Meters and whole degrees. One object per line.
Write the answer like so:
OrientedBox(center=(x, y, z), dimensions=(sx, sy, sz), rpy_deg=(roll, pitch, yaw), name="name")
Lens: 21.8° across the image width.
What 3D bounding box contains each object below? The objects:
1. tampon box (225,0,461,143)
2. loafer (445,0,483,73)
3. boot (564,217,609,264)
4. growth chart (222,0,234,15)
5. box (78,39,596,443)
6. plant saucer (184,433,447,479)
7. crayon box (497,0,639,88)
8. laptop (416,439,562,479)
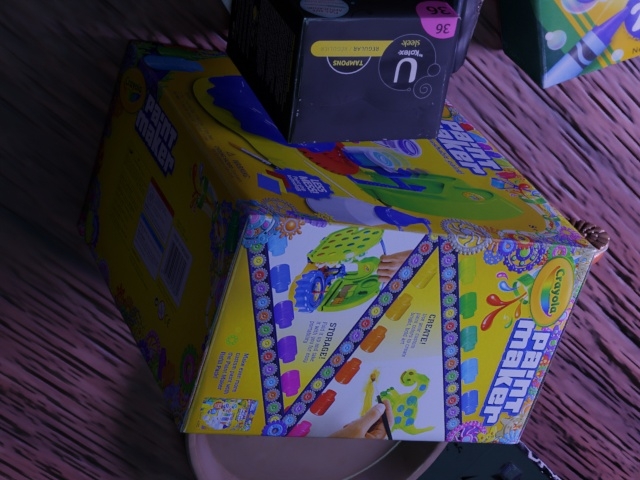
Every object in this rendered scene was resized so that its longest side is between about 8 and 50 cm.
OrientedBox(center=(0.012, -0.153, 1.227), dimensions=(0.120, 0.161, 0.101), rpy_deg=(-4, 123, -20), name="tampon box")
OrientedBox(center=(0.112, -0.199, 1.319), dimensions=(0.061, 0.062, 0.170), rpy_deg=(-25, 147, -18), name="loafer")
OrientedBox(center=(0.189, 0.032, 1.518), dimensions=(0.158, 0.059, 0.084), rpy_deg=(-15, 129, -5), name="boot")
OrientedBox(center=(0.008, -0.257, 1.273), dimensions=(0.237, 0.021, 0.172), rpy_deg=(-26, 127, -7), name="growth chart")
OrientedBox(center=(0.000, 0.000, 1.262), dimensions=(0.279, 0.290, 0.177), rpy_deg=(5, 117, -28), name="box")
OrientedBox(center=(0.005, 0.144, 1.513), dimensions=(0.278, 0.041, 0.278), rpy_deg=(-11, 124, -17), name="plant saucer")
OrientedBox(center=(0.235, -0.301, 1.309), dimensions=(0.203, 0.083, 0.323), rpy_deg=(-20, 126, -12), name="crayon box")
OrientedBox(center=(0.149, 0.299, 1.692), dimensions=(0.264, 0.136, 0.234), rpy_deg=(44, 97, -11), name="laptop")
